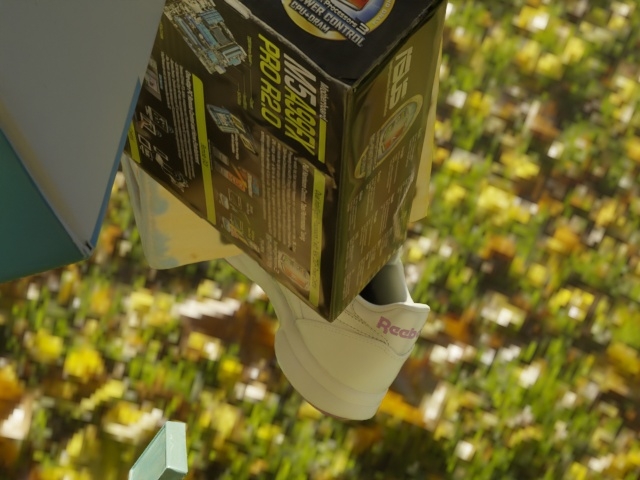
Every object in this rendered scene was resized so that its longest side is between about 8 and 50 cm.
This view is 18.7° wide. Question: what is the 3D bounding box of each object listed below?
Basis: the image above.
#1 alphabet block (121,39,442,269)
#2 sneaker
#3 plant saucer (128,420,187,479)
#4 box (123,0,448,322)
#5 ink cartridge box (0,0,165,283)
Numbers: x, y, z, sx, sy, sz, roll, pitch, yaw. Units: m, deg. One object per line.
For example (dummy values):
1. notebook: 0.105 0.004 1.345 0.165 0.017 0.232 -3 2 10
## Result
1. alphabet block: -0.041 -0.120 1.304 0.197 0.192 0.193 -10 53 -11
2. sneaker: 0.000 0.000 1.625 0.114 0.152 0.305 5 42 -42
3. plant saucer: -0.133 0.187 1.558 0.018 0.067 0.192 36 2 -8
4. box: -0.054 -0.090 0.836 0.216 0.270 0.060 38 73 13
5. ink cartridge box: -0.149 -0.040 0.531 0.191 0.082 0.139 -15 36 17
